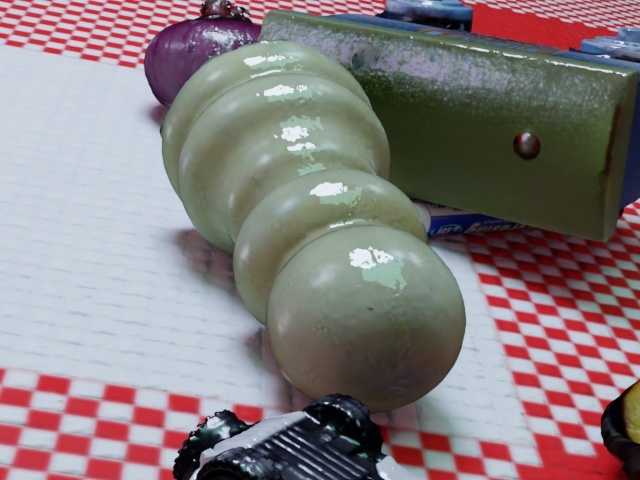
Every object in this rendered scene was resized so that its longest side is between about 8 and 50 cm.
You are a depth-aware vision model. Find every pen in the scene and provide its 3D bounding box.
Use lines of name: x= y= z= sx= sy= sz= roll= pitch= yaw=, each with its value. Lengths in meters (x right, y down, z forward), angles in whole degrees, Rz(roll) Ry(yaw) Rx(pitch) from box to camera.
pen: x=0.138 y=-0.018 z=0.901 sx=0.204 sy=0.025 sz=0.025 roll=-3 pitch=28 yaw=-33

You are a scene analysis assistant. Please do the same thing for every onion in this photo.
onion: x=-0.076 y=-0.137 z=0.964 sx=0.115 sy=0.104 sz=0.115 roll=-1 pitch=-10 yaw=0

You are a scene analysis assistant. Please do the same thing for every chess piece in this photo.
chess piece: x=0.000 y=0.000 z=0.692 sx=0.133 sy=0.133 sz=0.243 roll=3 pitch=32 yaw=-21

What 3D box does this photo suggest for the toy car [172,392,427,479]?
toy car: x=0.017 y=0.119 z=0.477 sx=0.171 sy=0.070 sz=0.080 roll=27 pitch=28 yaw=26

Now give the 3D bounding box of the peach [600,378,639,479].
peach: x=0.254 y=0.103 z=0.627 sx=0.279 sy=0.068 sz=0.189 roll=-14 pitch=22 yaw=-33

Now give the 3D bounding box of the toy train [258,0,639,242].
toy train: x=0.113 y=-0.101 z=0.898 sx=0.300 sy=0.131 sz=0.202 roll=14 pitch=19 yaw=28
